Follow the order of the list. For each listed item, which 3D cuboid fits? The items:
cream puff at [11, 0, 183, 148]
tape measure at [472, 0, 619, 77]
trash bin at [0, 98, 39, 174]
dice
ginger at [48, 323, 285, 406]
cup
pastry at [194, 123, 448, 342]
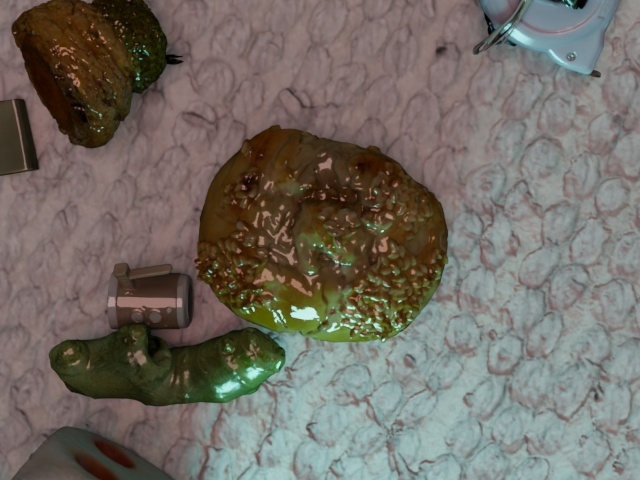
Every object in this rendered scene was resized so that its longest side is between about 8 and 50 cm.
[{"bbox_3d":[-0.258,-0.221,1.607,0.169,0.183,0.183,-31,93,-19],"label":"cream puff"},{"bbox_3d":[0.269,-0.299,1.547,0.178,0.105,0.196,11,117,-3],"label":"tape measure"},{"bbox_3d":[-0.394,-0.129,1.671,0.061,0.043,0.092,-8,91,5],"label":"trash bin"},{"bbox_3d":[-0.281,0.385,1.603,0.251,0.259,0.243,34,94,2],"label":"dice"},{"bbox_3d":[-0.190,0.153,1.642,0.290,0.089,0.137,6,127,-2],"label":"ginger"},{"bbox_3d":[-0.211,0.062,1.653,0.099,0.074,0.102,1,117,2],"label":"cup"},{"bbox_3d":[0.000,0.000,1.595,0.311,0.162,0.255,10,98,4],"label":"pastry"}]
